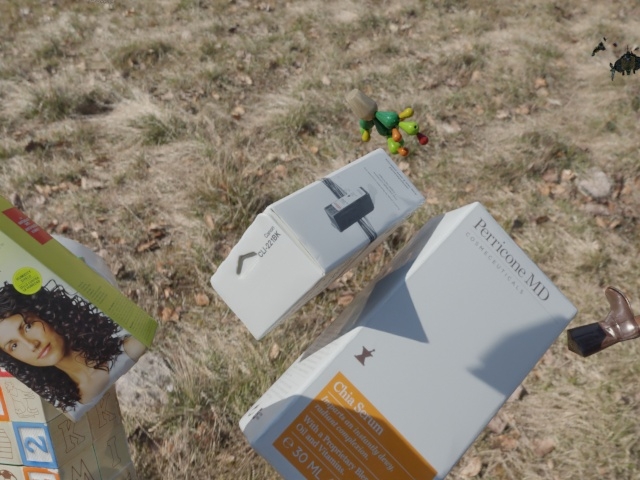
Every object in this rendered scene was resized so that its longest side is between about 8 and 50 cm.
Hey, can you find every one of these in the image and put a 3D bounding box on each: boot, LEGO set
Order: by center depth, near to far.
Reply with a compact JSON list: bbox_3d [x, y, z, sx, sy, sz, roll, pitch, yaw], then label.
[{"bbox_3d":[0.439,-0.266,0.825,0.083,0.054,0.023,48,42,-4],"label":"LEGO set"},{"bbox_3d":[0.428,0.126,0.883,0.114,0.037,0.106,-23,33,7],"label":"boot"}]

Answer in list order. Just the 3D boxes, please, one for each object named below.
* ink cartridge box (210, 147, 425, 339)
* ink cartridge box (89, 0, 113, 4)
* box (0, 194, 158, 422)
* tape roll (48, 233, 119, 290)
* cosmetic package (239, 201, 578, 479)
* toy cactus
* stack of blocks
[{"bbox_3d":[0.000,0.000,0.824,0.114,0.197,0.273,50,44,7],"label":"ink cartridge box"},{"bbox_3d":[-0.241,-0.224,0.402,0.181,0.104,0.062,0,98,-22],"label":"ink cartridge box"},{"bbox_3d":[-0.237,0.026,0.417,0.232,0.058,0.087,42,94,-14],"label":"box"},{"bbox_3d":[-0.489,0.134,0.977,0.286,0.286,0.100,-9,20,-20],"label":"tape roll"},{"bbox_3d":[0.126,0.184,0.821,0.230,0.161,0.453,46,75,-4],"label":"cosmetic package"},{"bbox_3d":[0.137,-0.274,1.264,0.180,0.219,0.112,38,93,-28],"label":"toy cactus"},{"bbox_3d":[-0.289,0.174,0.549,0.171,0.297,0.087,-6,10,23],"label":"stack of blocks"}]
